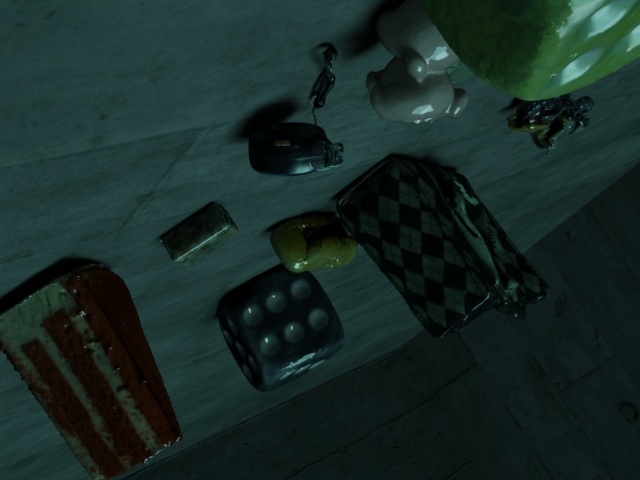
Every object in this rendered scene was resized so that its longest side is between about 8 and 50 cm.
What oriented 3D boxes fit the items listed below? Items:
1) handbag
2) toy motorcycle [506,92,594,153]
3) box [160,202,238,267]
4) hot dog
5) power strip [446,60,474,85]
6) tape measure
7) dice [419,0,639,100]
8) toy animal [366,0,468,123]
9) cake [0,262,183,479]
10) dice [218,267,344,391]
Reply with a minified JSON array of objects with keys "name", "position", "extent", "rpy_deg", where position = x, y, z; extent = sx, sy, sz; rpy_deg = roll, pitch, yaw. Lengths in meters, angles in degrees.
[{"name":"handbag","position":[0.236,0.016,1.977],"extent":[0.180,0.317,0.416],"rpy_deg":[-43,165,18]},{"name":"toy motorcycle","position":[0.406,-0.214,2.026],"extent":[0.129,0.094,0.229],"rpy_deg":[-38,161,32]},{"name":"box","position":[-0.167,-0.007,1.557],"extent":[0.098,0.045,0.062],"rpy_deg":[-33,166,7]},{"name":"hot dog","position":[0.000,0.000,1.891],"extent":[0.073,0.084,0.242],"rpy_deg":[-41,165,20]},{"name":"power strip","position":[0.198,-0.265,1.434],"extent":[0.093,0.053,0.288],"rpy_deg":[-24,166,-36]},{"name":"tape measure","position":[-0.033,-0.159,1.334],"extent":[0.107,0.104,0.180],"rpy_deg":[-6,125,-12]},{"name":"dice","position":[0.208,-0.288,0.931],"extent":[0.252,0.250,0.254],"rpy_deg":[-30,166,-9]},{"name":"toy animal","position":[0.119,-0.242,1.275],"extent":[0.124,0.124,0.213],"rpy_deg":[-17,129,-48]},{"name":"cake","position":[-0.295,0.168,1.490],"extent":[0.158,0.262,0.159],"rpy_deg":[-30,-173,9]},{"name":"dice","position":[-0.074,0.164,2.098],"extent":[0.182,0.181,0.183],"rpy_deg":[-28,168,-19]}]
